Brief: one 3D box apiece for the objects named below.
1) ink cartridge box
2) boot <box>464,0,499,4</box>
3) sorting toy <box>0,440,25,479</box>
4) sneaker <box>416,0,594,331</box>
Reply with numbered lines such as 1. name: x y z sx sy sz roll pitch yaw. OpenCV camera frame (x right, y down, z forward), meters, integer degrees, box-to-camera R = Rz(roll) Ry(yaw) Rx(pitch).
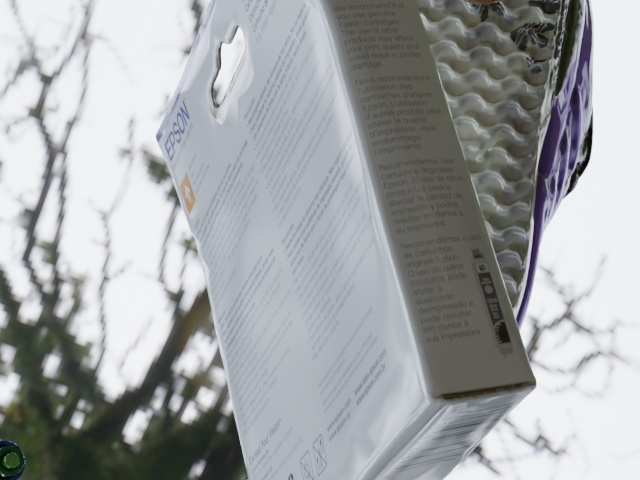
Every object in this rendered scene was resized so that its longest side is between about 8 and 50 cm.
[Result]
1. ink cartridge box: 0.000 0.000 0.775 0.045 0.223 0.224 -8 -113 -20
2. boot: 0.024 -0.158 0.771 0.059 0.084 0.158 -35 -85 -19
3. sorting toy: -0.125 0.105 0.730 0.102 0.042 0.061 12 -104 -18
4. sneaker: 0.094 -0.025 1.053 0.102 0.293 0.146 15 179 24
